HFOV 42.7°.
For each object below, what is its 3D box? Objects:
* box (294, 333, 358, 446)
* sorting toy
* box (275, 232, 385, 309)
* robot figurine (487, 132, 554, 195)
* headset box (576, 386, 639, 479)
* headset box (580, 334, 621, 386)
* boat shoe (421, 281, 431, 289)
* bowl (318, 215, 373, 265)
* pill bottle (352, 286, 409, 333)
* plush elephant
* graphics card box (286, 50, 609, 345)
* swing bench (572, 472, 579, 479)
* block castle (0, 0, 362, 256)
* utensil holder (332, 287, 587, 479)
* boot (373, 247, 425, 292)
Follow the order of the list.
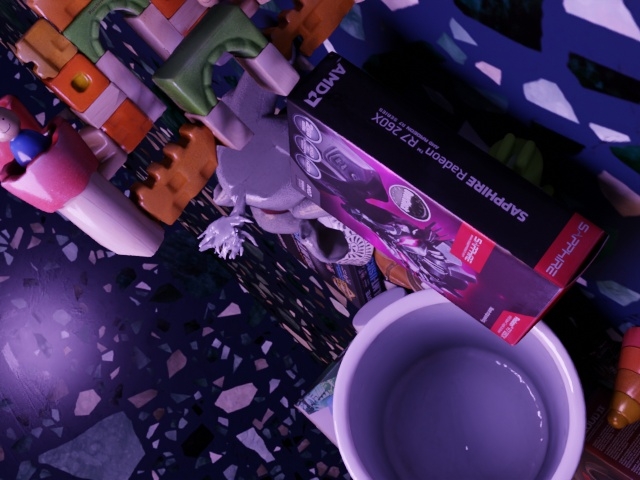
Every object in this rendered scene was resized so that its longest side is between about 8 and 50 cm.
[{"bbox_3d":[0.132,0.326,1.819,0.232,0.322,0.058,45,163,-8],"label":"box"},{"bbox_3d":[0.508,0.262,1.020,0.365,0.126,0.127,37,164,28],"label":"sorting toy"},{"bbox_3d":[0.000,0.000,1.770,0.293,0.073,0.295,36,163,27],"label":"box"},{"bbox_3d":[0.224,-0.075,0.959,0.101,0.067,0.115,22,158,18],"label":"robot figurine"},{"bbox_3d":[0.529,0.378,1.312,0.293,0.110,0.218,31,161,41],"label":"headset box"},{"bbox_3d":[0.429,0.182,1.192,0.083,0.032,0.062,43,165,10],"label":"headset box"},{"bbox_3d":[0.230,0.058,1.241,0.102,0.108,0.301,43,168,6],"label":"boat shoe"},{"bbox_3d":[0.018,-0.023,1.501,0.170,0.080,0.170,40,140,45],"label":"bowl"},{"bbox_3d":[0.197,0.246,1.719,0.278,0.162,0.162,54,163,-13],"label":"pill bottle"},{"bbox_3d":[-0.047,-0.104,1.271,0.272,0.330,0.255,34,-178,11],"label":"plush elephant"},{"bbox_3d":[0.128,-0.041,0.974,0.371,0.094,0.233,38,163,13],"label":"graphics card box"},{"bbox_3d":[0.417,0.440,1.701,0.254,0.165,0.253,43,166,-16],"label":"swing bench"},{"bbox_3d":[-0.183,-0.225,0.899,0.213,0.453,0.303,45,168,-34],"label":"block castle"},{"bbox_3d":[0.214,0.269,1.233,0.327,0.327,0.385,39,175,20],"label":"utensil holder"},{"bbox_3d":[0.169,0.063,1.492,0.197,0.073,0.152,51,168,22],"label":"boot"}]
